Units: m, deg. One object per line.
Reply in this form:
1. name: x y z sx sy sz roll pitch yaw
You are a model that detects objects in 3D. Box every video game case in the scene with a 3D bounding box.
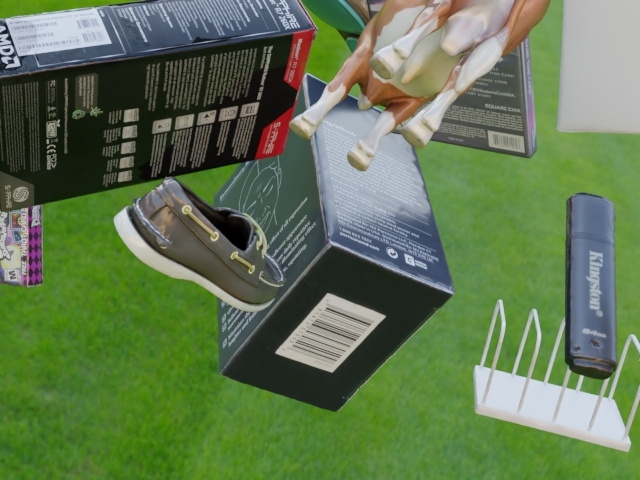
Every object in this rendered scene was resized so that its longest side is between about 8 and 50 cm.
1. video game case: 0.148 -0.227 1.113 0.196 0.274 0.026 15 46 32
2. video game case: -0.524 -0.051 1.489 0.210 0.232 0.042 5 7 23

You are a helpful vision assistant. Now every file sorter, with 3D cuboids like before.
1. file sorter: 0.441 0.241 1.778 0.278 0.173 0.193 14 16 4

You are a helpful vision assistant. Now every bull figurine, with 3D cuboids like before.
1. bull figurine: 0.081 -0.154 0.816 0.101 0.188 0.310 40 -19 -6

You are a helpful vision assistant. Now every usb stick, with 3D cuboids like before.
1. usb stick: 0.376 0.057 1.338 0.077 0.045 0.278 16 60 -12

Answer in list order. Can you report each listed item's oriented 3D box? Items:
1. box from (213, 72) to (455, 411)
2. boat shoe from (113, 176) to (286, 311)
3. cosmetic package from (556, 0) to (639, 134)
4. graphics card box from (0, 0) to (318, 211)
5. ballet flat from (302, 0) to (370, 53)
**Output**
1. box: 0.000 0.000 1.451 0.212 0.293 0.395 22 37 -26
2. boat shoe: -0.089 0.006 0.884 0.081 0.069 0.228 56 14 30
3. cosmetic package: 0.449 -0.371 1.460 0.156 0.384 0.217 6 23 16
4. graphics card box: -0.205 -0.167 1.127 0.371 0.232 0.094 -16 61 -24
5. ballet flat: 0.074 -0.364 1.536 0.116 0.124 0.342 22 -11 38
